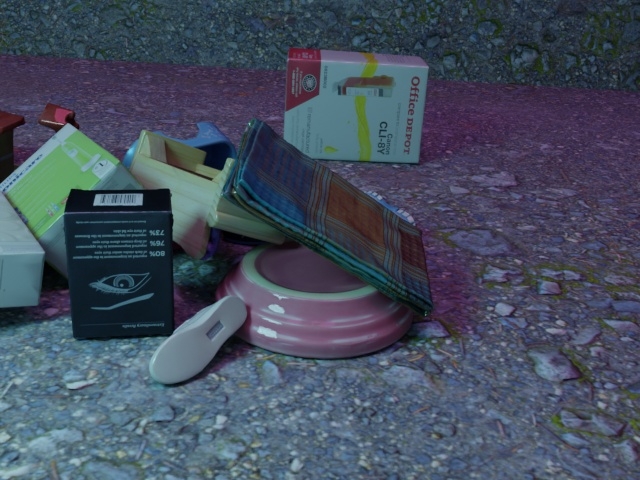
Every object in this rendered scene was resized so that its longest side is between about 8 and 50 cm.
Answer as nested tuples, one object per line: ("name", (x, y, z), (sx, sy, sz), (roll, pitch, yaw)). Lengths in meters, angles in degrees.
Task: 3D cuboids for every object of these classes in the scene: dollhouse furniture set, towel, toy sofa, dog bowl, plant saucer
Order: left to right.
("dollhouse furniture set", (-0.667, -0.202, 1.600), (0.152, 0.201, 0.374), (13, 22, 5))
("dog bowl", (-0.308, -0.168, 1.668), (0.074, 0.166, 0.297), (31, 34, 28))
("toy sofa", (-0.215, -0.076, 1.340), (0.150, 0.177, 0.362), (15, 4, -41))
("plant saucer", (-0.008, 0.076, 1.223), (0.332, 0.084, 0.332), (3, 22, -1))
("towel", (0.024, -0.046, 1.190), (0.370, 0.040, 0.271), (31, 27, -15))

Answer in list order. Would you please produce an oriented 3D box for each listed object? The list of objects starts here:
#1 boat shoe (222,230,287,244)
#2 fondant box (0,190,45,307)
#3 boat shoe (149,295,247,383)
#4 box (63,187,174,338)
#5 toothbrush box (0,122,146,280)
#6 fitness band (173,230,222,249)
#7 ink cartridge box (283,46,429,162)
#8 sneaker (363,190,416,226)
("boat shoe", (-0.072, -0.055, 1.484), (0.258, 0.089, 0.109), (-8, 26, -1))
("fondant box", (-0.602, -0.002, 1.160), (0.238, 0.096, 0.330), (-1, 22, -37))
("boat shoe", (-0.184, 0.142, 1.066), (0.063, 0.066, 0.184), (-23, 19, 46))
("box", (-0.299, 0.033, 1.117), (0.153, 0.207, 0.108), (0, 23, -13))
("toothbrush box", (-0.452, -0.074, 1.340), (0.206, 0.122, 0.283), (-47, 42, -11))
("fitness band", (-0.339, -0.040, 1.486), (0.291, 0.054, 0.209), (-8, 25, -28))
("ink cartridge box", (0.093, -0.373, 2.051), (0.384, 0.279, 0.160), (2, 23, -3))
("sneaker", (0.111, -0.049, 1.562), (0.083, 0.071, 0.190), (-20, 31, -33))
